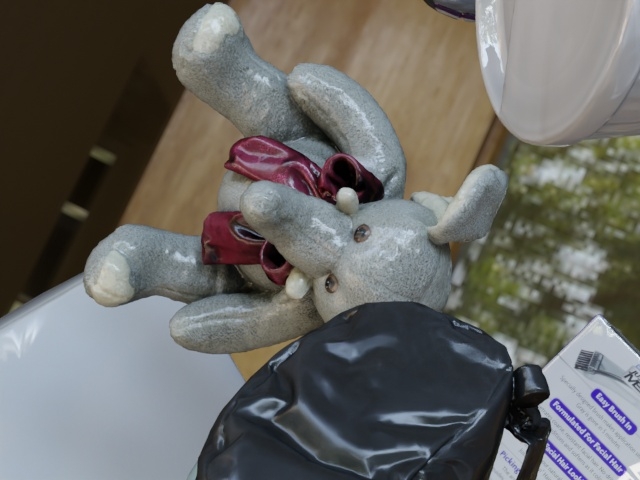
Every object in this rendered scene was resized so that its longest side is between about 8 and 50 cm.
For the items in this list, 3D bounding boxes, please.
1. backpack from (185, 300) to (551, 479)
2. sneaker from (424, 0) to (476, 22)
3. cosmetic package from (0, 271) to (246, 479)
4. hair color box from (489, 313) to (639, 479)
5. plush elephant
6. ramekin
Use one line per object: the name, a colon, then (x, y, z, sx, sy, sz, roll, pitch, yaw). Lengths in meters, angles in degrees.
backpack: (0.006, 0.116, 0.644, 0.115, 0.152, 0.182, 41, -30, 23)
sneaker: (0.217, -0.280, 1.624, 0.224, 0.083, 0.098, 3, -24, -3)
cosmetic package: (-0.295, 0.242, 1.722, 0.329, 0.327, 0.394, 60, -30, -5)
hair color box: (0.274, 0.268, 1.833, 0.185, 0.339, 0.110, 46, 6, 12)
plush elephant: (0.000, 0.000, 1.250, 0.330, 0.272, 0.255, 29, -1, -18)
ramekin: (0.225, -0.201, 1.170, 0.127, 0.272, 0.273, 2, -6, -18)
